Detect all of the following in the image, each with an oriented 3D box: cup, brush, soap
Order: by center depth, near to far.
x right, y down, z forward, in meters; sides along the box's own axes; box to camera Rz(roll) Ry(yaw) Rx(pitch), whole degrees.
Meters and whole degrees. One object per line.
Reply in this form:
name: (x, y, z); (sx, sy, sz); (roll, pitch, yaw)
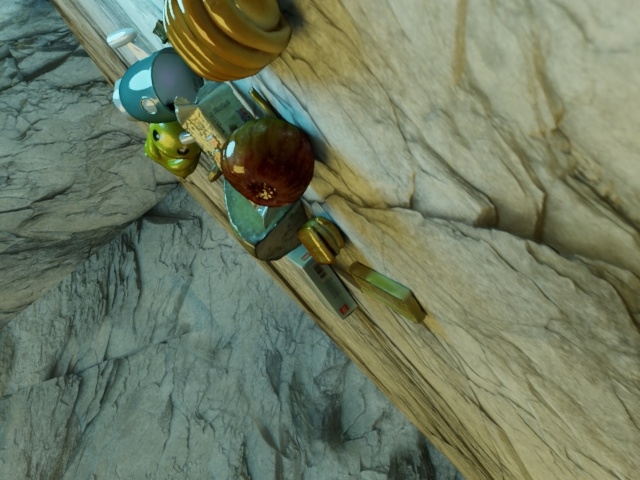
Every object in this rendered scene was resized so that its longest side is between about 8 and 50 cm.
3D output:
brush: (-0.354, -0.477, 1.221); (0.043, 0.036, 0.248); (58, 172, -22)
cup: (-0.388, -0.348, 1.252); (0.173, 0.167, 0.300); (-7, 131, 32)
soap: (0.155, 0.124, 1.294); (0.092, 0.037, 0.252); (53, 167, -27)

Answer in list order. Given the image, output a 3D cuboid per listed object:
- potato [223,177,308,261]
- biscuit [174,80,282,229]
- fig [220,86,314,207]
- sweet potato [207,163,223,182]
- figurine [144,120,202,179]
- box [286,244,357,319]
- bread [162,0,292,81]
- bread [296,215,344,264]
potato: (-0.181, -0.079, 1.478); (0.264, 0.189, 0.211); (45, 168, 18)
biscuit: (-0.160, -0.193, 1.125); (0.079, 0.186, 0.309); (-29, 106, 40)
fig: (-0.089, -0.172, 1.012); (0.175, 0.207, 0.175); (8, 143, 6)
sweet potato: (-0.245, -0.224, 1.403); (0.053, 0.182, 0.054); (35, -154, 12)
figurine: (-0.379, -0.286, 1.482); (0.218, 0.169, 0.327); (30, 164, -13)
box: (0.005, 0.135, 1.769); (0.269, 0.079, 0.135); (55, 168, -28)
bread: (-0.153, -0.314, 0.788); (0.173, 0.121, 0.311); (52, 169, -20)
bread: (0.000, 0.000, 1.358); (0.116, 0.077, 0.200); (48, 170, -5)
